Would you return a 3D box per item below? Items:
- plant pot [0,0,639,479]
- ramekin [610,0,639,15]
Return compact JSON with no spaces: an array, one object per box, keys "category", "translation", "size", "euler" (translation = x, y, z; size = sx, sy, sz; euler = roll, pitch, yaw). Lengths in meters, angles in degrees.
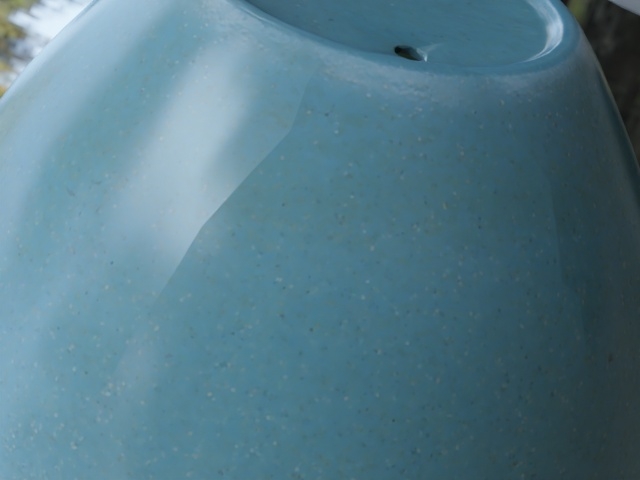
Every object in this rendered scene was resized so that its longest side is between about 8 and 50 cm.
[{"category":"plant pot","translation":[0.000,0.000,0.637],"size":[0.290,0.290,0.195],"euler":[-33,-36,-54]},{"category":"ramekin","translation":[0.105,-0.148,0.340],"size":[0.207,0.207,0.109],"euler":[-56,6,-24]}]
